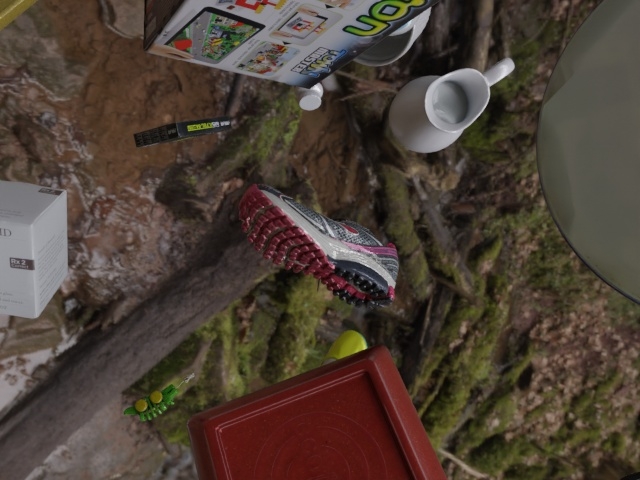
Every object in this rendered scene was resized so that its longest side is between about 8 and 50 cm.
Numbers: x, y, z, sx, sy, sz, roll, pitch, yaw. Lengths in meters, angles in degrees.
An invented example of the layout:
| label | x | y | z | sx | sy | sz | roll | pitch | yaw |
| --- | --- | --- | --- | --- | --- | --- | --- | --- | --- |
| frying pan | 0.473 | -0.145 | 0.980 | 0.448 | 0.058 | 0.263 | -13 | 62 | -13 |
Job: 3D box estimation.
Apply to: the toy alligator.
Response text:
| label | x | y | z | sx | sy | sz | roll | pitch | yaw |
| --- | --- | --- | --- | --- | --- | --- | --- | --- | --- |
| toy alligator | -0.386 | 0.393 | 1.456 | 0.189 | 0.051 | 0.056 | -27 | 162 | -11 |

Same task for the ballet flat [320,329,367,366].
| label | x | y | z | sx | sy | sz | roll | pitch | yaw |
| --- | --- | --- | --- | --- | --- | --- | --- | --- | --- |
| ballet flat | 0.015 | 0.255 | 0.950 | 0.077 | 0.077 | 0.231 | -7 | 119 | -53 |

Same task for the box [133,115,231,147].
| label | x | y | z | sx | sy | sz | roll | pitch | yaw |
| --- | --- | --- | --- | --- | --- | --- | --- | --- | --- |
| box | -0.367 | -0.291 | 1.588 | 0.184 | 0.190 | 0.045 | -26 | 108 | -49 |

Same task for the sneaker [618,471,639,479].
| label | x | y | z | sx | sy | sz | roll | pitch | yaw |
| --- | --- | --- | --- | --- | --- | --- | --- | --- | --- |
| sneaker | 0.391 | 0.418 | 0.845 | 0.086 | 0.228 | 0.132 | -96 | 166 | -58 |

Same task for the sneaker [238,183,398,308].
| label | x | y | z | sx | sy | sz | roll | pitch | yaw |
| --- | --- | --- | --- | --- | --- | --- | --- | --- | --- |
| sneaker | 0.000 | 0.000 | 0.961 | 0.299 | 0.120 | 0.112 | 34 | 54 | -25 |

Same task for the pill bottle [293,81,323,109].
| label | x | y | z | sx | sy | sz | roll | pitch | yaw |
| --- | --- | --- | --- | --- | --- | --- | --- | --- | --- |
| pill bottle | -0.038 | -0.464 | 1.765 | 0.086 | 0.086 | 0.152 | 38 | 39 | -52 |

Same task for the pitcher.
| label | x | y | z | sx | sy | sz | roll | pitch | yaw |
| --- | --- | --- | --- | --- | --- | --- | --- | --- | --- |
| pitcher | 0.210 | -0.227 | 0.980 | 0.177 | 0.207 | 0.126 | -32 | 96 | -9 |

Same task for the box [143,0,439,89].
| label | x | y | z | sx | sy | sz | roll | pitch | yaw |
| --- | --- | --- | --- | --- | --- | --- | --- | --- | --- |
| box | 0.002 | -0.135 | 0.284 | 0.114 | 0.207 | 0.036 | 3 | 79 | -34 |

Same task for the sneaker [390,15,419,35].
| label | x | y | z | sx | sy | sz | roll | pitch | yaw |
| --- | --- | --- | --- | --- | --- | --- | --- | --- | --- |
| sneaker | 0.032 | -0.399 | 0.912 | 0.127 | 0.319 | 0.208 | -57 | 166 | 15 |

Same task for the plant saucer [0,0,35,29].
| label | x | y | z | sx | sy | sz | roll | pitch | yaw |
| --- | --- | --- | --- | --- | --- | --- | --- | --- | --- |
| plant saucer | -0.638 | -0.438 | 0.996 | 0.332 | 0.333 | 0.081 | -41 | 170 | -4 |

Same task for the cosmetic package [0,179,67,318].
| label | x | y | z | sx | sy | sz | roll | pitch | yaw |
| --- | --- | --- | --- | --- | --- | --- | --- | --- | --- |
| cosmetic package | -0.534 | 0.010 | 1.021 | 0.151 | 0.151 | 0.184 | -92 | -169 | -62 |

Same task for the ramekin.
| label | x | y | z | sx | sy | sz | roll | pitch | yaw |
| --- | --- | --- | --- | --- | --- | --- | --- | --- | --- |
| ramekin | 0.113 | -0.454 | 1.144 | 0.109 | 0.207 | 0.207 | -45 | 134 | -39 |

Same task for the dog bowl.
| label | x | y | z | sx | sy | sz | roll | pitch | yaw |
| --- | --- | --- | --- | --- | --- | --- | --- | --- | --- |
| dog bowl | 0.293 | -0.070 | 0.411 | 0.104 | 0.264 | 0.265 | -2 | 102 | -59 |

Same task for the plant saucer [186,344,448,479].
| label | x | y | z | sx | sy | sz | roll | pitch | yaw |
| --- | --- | --- | --- | --- | --- | --- | --- | --- | --- |
| plant saucer | 0.001 | 0.257 | 0.636 | 0.259 | 0.258 | 0.048 | -19 | 148 | -7 |
